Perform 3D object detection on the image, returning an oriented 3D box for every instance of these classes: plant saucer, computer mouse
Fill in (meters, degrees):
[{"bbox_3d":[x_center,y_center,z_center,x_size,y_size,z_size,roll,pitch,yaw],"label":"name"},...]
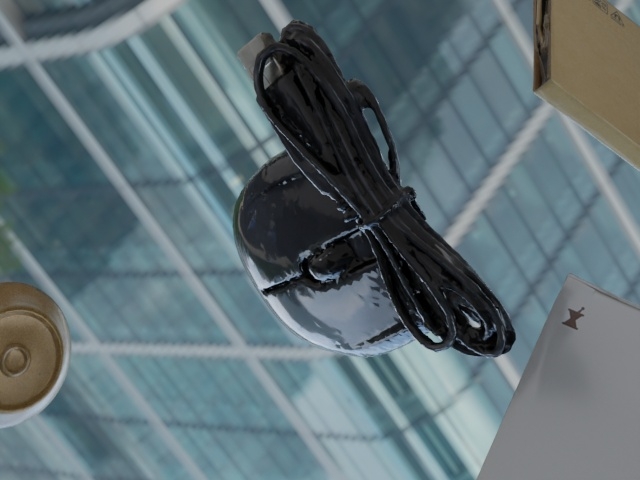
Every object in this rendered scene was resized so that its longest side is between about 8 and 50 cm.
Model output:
[{"bbox_3d":[-0.172,0.065,0.996,0.083,0.083,0.015,-45,-149,-20],"label":"plant saucer"},{"bbox_3d":[0.000,0.000,0.949,0.072,0.188,0.272,-34,179,-10],"label":"computer mouse"}]

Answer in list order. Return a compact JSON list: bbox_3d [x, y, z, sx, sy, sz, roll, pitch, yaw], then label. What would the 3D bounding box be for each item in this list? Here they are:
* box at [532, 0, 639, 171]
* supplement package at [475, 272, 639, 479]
[{"bbox_3d":[0.238,-0.108,1.353,0.021,0.201,0.164,-40,-154,34],"label":"box"},{"bbox_3d":[0.220,0.167,0.965,0.262,0.145,0.204,24,-91,21],"label":"supplement package"}]
